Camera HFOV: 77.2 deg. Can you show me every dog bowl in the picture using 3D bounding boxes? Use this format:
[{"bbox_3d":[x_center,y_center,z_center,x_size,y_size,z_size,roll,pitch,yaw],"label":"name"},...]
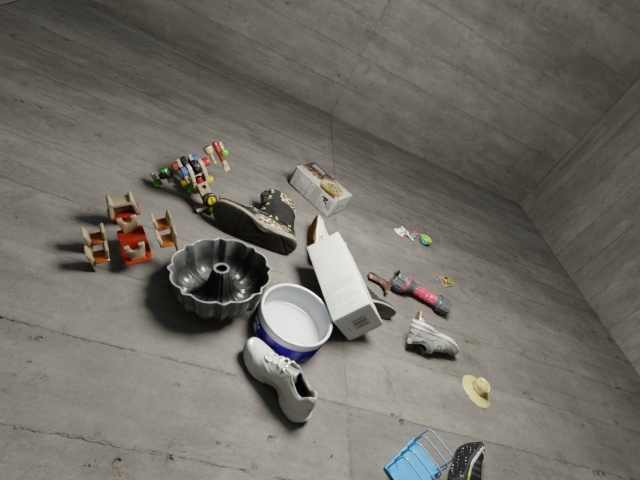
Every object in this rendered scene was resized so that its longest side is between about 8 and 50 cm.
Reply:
[{"bbox_3d":[-0.098,0.280,1.387,0.265,0.104,0.264,21,36,-16],"label":"dog bowl"}]

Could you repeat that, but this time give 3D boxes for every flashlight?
[{"bbox_3d":[0.473,0.249,1.880,0.304,0.103,0.103,30,60,-4],"label":"flashlight"}]

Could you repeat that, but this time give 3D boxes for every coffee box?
[{"bbox_3d":[-0.002,-0.277,2.147,0.297,0.118,0.168,43,37,16],"label":"coffee box"}]

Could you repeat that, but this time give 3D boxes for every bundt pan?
[{"bbox_3d":[-0.333,0.135,1.333,0.331,0.124,0.330,9,36,-7],"label":"bundt pan"}]

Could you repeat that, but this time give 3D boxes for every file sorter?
[{"bbox_3d":[0.301,0.672,1.208,0.170,0.104,0.118,-14,54,-46],"label":"file sorter"}]

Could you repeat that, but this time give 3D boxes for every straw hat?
[{"bbox_3d":[0.648,0.592,1.617,0.145,0.061,0.144,20,36,-16],"label":"straw hat"}]

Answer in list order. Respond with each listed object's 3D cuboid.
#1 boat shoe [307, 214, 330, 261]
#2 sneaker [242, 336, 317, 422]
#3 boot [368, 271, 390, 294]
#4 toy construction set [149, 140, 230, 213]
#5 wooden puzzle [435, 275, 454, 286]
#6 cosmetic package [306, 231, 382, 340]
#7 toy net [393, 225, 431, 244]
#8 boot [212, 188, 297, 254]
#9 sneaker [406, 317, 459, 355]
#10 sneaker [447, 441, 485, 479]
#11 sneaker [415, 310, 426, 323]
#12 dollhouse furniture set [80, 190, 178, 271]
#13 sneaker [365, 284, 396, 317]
[{"bbox_3d":[0.000,0.000,1.830,0.096,0.098,0.276,20,45,-18],"label":"boat shoe"},{"bbox_3d":[-0.114,0.396,1.209,0.297,0.129,0.111,42,37,17],"label":"sneaker"},{"bbox_3d":[0.264,0.193,1.839,0.114,0.037,0.106,32,23,-3],"label":"boot"},{"bbox_3d":[-0.485,-0.253,1.694,0.309,0.258,0.237,-47,125,-40],"label":"toy construction set"},{"bbox_3d":[0.670,0.217,2.146,0.116,0.014,0.078,-10,51,-44],"label":"wooden puzzle"},{"bbox_3d":[0.090,0.171,1.560,0.197,0.155,0.365,56,8,-47],"label":"cosmetic package"},{"bbox_3d":[0.535,-0.044,2.340,0.233,0.045,0.122,22,36,-14],"label":"toy net"},{"bbox_3d":[-0.261,-0.121,1.733,0.378,0.138,0.284,26,36,-16],"label":"boot"},{"bbox_3d":[0.458,0.424,1.667,0.281,0.115,0.105,32,-6,-23],"label":"sneaker"},{"bbox_3d":[0.478,0.748,1.297,0.235,0.084,0.097,-19,83,-48],"label":"sneaker"},{"bbox_3d":[0.455,0.367,1.764,0.067,0.042,0.118,22,43,-7],"label":"sneaker"},{"bbox_3d":[-0.628,-0.027,1.327,0.262,0.135,0.259,-16,56,-23],"label":"dollhouse furniture set"},{"bbox_3d":[0.220,0.243,1.701,0.222,0.083,0.118,23,35,-11],"label":"sneaker"}]
